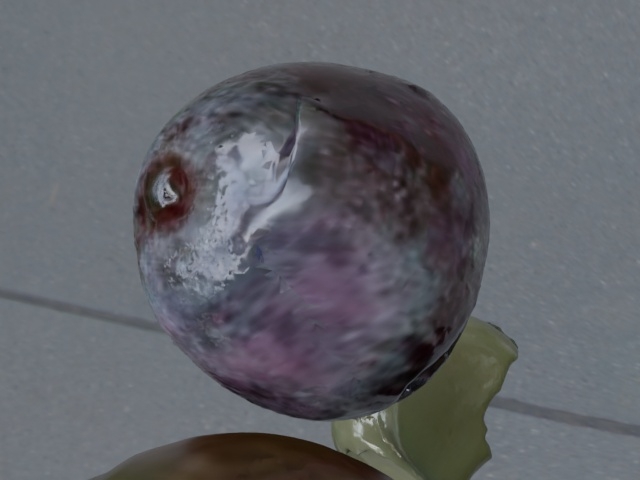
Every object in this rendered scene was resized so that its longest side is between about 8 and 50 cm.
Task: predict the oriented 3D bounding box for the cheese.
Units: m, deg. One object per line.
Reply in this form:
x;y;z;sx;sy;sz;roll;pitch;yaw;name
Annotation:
0.110;0.155;1.283;0.202;0.175;0.091;-47;18;-19;cheese

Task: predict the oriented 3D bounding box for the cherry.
-0.009;-0.002;0.693;0.195;0.195;0.195;-6;77;25;cherry

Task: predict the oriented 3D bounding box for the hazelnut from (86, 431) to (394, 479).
-0.046;0.246;0.461;0.372;0.315;0.372;-17;61;32;hazelnut
